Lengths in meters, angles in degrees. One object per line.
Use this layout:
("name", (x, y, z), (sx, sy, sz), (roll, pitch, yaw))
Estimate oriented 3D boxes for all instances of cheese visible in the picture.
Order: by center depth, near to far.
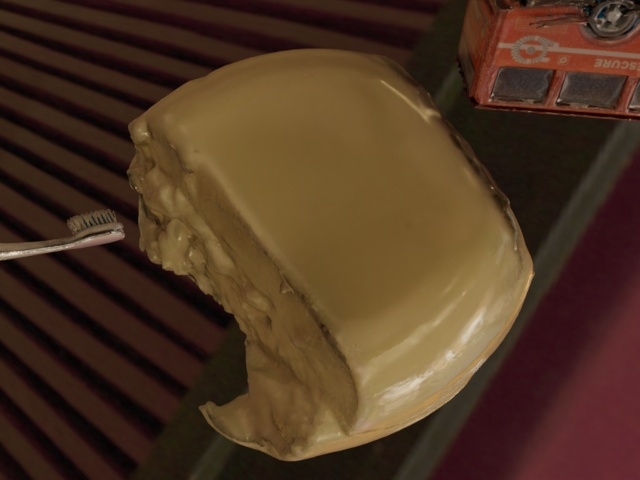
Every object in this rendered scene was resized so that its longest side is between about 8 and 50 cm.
("cheese", (0.000, 0.000, 0.958), (0.233, 0.266, 0.127), (-27, 155, -18))

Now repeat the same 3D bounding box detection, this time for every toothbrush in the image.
("toothbrush", (-0.267, 0.012, 1.077), (0.288, 0.024, 0.026), (-14, 64, -37))

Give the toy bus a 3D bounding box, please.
("toy bus", (0.196, -0.110, 0.820), (0.235, 0.073, 0.096), (5, 133, -12))
